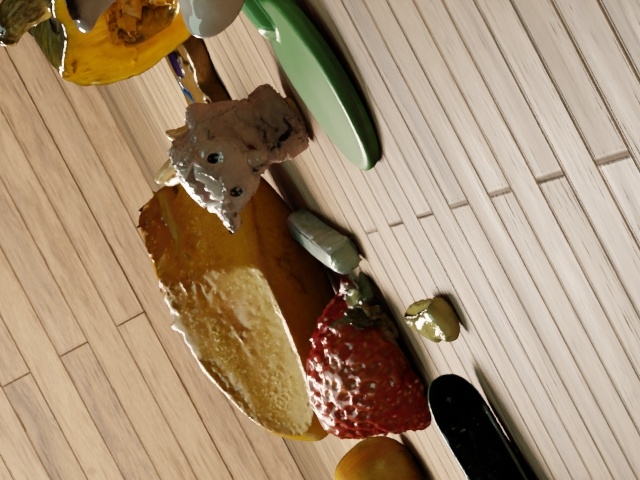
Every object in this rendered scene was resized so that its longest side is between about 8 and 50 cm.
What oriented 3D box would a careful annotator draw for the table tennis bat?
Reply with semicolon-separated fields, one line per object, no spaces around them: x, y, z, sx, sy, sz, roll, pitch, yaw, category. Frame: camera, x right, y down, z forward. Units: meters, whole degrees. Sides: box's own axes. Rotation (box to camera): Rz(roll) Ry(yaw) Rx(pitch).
-0.025;-0.166;1.553;0.257;0.039;0.160;54;170;16;table tennis bat

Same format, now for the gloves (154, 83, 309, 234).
-0.082;-0.087;1.764;0.110;0.144;0.094;41;177;-19;gloves

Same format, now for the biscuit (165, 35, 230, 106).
-0.141;-0.174;2.205;0.180;0.039;0.236;50;167;49;biscuit

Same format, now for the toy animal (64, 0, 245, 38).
-0.166;-0.310;1.378;0.154;0.208;0.325;-35;69;42;toy animal

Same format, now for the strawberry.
0.037;0.146;1.914;0.175;0.106;0.236;53;168;48;strawberry

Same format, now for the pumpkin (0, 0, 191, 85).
-0.232;-0.267;1.820;0.139;0.222;0.317;61;171;14;pumpkin

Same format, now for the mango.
-0.072;0.063;2.045;0.350;0.199;0.201;57;146;16;mango

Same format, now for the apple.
0.068;0.283;2.170;0.114;0.102;0.099;58;172;33;apple

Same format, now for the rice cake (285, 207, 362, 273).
0.000;-0.001;1.914;0.033;0.033;0.207;59;173;-17;rice cake

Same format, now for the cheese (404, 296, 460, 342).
0.097;0.070;1.585;0.044;0.030;0.083;42;168;-7;cheese

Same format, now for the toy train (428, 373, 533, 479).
0.161;0.219;1.596;0.234;0.052;0.051;59;176;18;toy train
